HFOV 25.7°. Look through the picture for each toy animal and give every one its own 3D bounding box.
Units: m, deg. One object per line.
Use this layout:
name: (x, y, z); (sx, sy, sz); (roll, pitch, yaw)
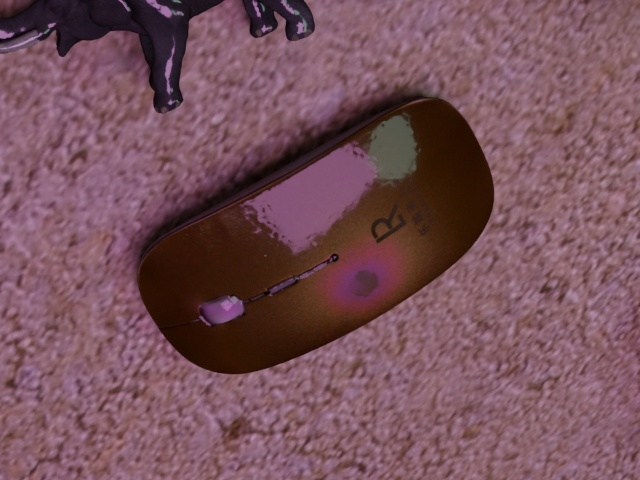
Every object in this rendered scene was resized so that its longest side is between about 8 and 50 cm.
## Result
toy animal: (-0.132, -0.166, 1.036); (0.269, 0.082, 0.137); (-20, 118, -1)

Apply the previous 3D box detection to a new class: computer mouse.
computer mouse: (0.000, 0.000, 1.166); (0.310, 0.072, 0.158); (-29, 119, 1)
